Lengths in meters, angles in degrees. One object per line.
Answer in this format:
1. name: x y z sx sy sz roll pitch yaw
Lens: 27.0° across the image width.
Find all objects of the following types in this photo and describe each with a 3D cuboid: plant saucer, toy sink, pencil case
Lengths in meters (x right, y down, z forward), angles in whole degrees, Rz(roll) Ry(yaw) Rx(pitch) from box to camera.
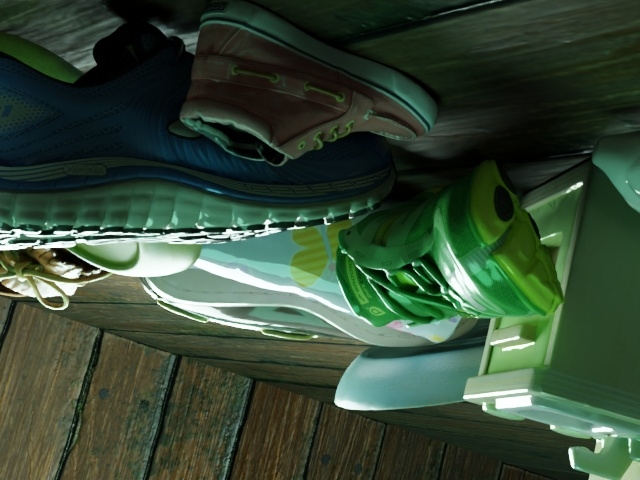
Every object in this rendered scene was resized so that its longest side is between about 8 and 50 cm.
1. plant saucer: -0.196 -0.053 1.027 0.241 0.037 0.241 32 153 19
2. toy sink: 0.195 0.078 0.956 0.131 0.234 0.153 16 169 -9
3. pencil case: 0.000 0.000 1.125 0.273 0.113 0.124 17 -174 -8
4. plant saucer: 0.165 0.105 1.293 0.318 0.043 0.317 -13 -179 0

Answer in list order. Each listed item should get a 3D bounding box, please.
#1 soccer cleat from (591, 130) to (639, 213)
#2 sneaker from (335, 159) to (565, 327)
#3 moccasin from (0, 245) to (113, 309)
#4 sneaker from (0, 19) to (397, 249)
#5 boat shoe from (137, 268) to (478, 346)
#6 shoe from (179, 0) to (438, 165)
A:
1. soccer cleat: 0.249 -0.024 0.854 0.196 0.068 0.076 28 177 -44
2. sneaker: 0.079 0.020 0.904 0.123 0.109 0.295 -28 180 -6
3. moccasin: -0.289 0.003 1.369 0.139 0.147 0.380 41 161 -20
4. sneaker: -0.084 -0.073 0.879 0.330 0.147 0.130 0 175 -38
5. boat shoe: -0.012 0.039 1.252 0.324 0.116 0.097 8 166 -14
6. shoe: -0.006 -0.080 0.839 0.178 0.081 0.063 22 166 -32
